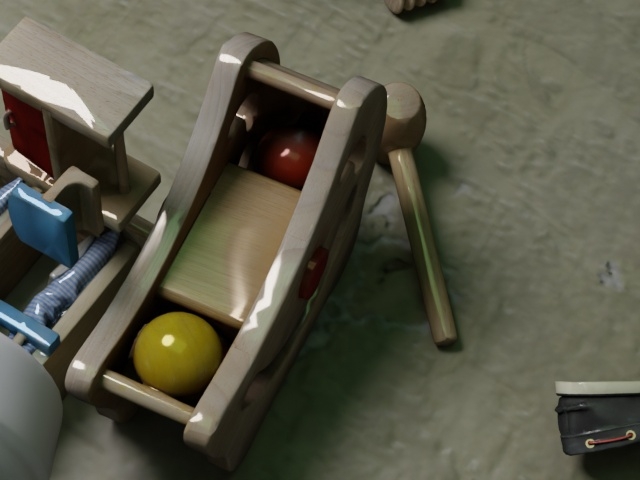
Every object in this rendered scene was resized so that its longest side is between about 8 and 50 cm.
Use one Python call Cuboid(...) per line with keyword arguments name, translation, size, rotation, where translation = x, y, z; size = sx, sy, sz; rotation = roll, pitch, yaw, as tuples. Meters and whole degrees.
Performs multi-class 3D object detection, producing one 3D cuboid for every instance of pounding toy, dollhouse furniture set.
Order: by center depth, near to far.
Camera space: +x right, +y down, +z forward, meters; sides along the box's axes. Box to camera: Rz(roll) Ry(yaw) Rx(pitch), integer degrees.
Cuboid(name="dollhouse furniture set", translation=(-0.168, -0.008, 0.831), size=(0.129, 0.184, 0.129), rotation=(29, 61, 14))
Cuboid(name="pounding toy", translation=(0.000, 0.000, 0.854), size=(0.154, 0.154, 0.269), rotation=(22, 60, 11))

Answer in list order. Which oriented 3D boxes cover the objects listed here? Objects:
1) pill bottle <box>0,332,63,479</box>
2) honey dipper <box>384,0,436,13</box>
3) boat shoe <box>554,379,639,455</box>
Cuboid(name="pill bottle", translation=(-0.226, 0.210, 0.675), size=(0.210, 0.210, 0.363), rotation=(8, 58, 2))
Cuboid(name="honey dipper", translation=(0.114, -0.178, 1.048), size=(0.160, 0.030, 0.030), rotation=(-20, 61, -17))
Cuboid(name="boat shoe", translation=(0.186, 0.091, 0.876), size=(0.133, 0.049, 0.042), rotation=(-2, 85, -12))
